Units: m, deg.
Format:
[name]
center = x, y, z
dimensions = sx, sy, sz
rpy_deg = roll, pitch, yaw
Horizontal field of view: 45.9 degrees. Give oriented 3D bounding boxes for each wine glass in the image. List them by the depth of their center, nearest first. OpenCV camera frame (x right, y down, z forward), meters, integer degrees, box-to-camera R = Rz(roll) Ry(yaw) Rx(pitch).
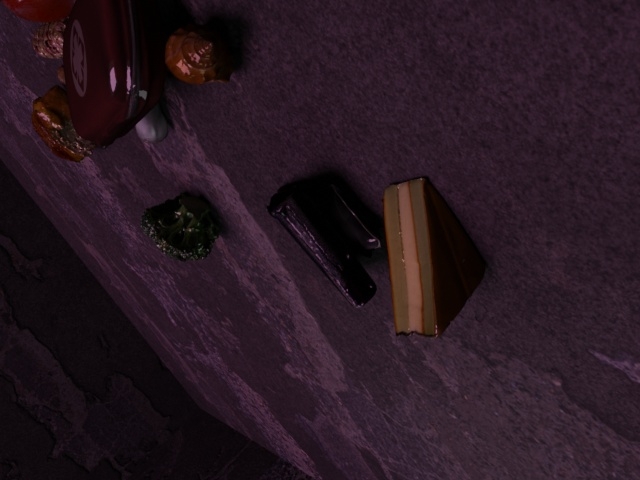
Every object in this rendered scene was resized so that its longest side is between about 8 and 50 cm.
[wine glass]
center = -0.351, -0.270, 1.547
dimensions = 0.072, 0.072, 0.155
rpy_deg = 40, 156, 15

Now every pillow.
[pillow]
center = 0.050, -0.030, 1.262
dimensions = 0.135, 0.055, 0.091
rpy_deg = 47, -172, 7

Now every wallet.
[wallet]
center = 0.000, 0.000, 1.317
dimensions = 0.221, 0.071, 0.262
rpy_deg = 48, 179, -9

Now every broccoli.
[broccoli]
center = -0.328, -0.029, 1.780
dimensions = 0.195, 0.195, 0.156
rpy_deg = 44, 137, 6

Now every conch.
[conch]
center = -0.202, -0.300, 1.229
dimensions = 0.330, 0.110, 0.093
rpy_deg = -148, 55, -70

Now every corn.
[corn]
center = -0.563, -0.433, 1.621
dimensions = 0.253, 0.086, 0.086
rpy_deg = 12, 139, 54

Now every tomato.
[tomato]
center = -0.518, -0.474, 1.375
dimensions = 0.167, 0.167, 0.167
rpy_deg = 37, 155, 21

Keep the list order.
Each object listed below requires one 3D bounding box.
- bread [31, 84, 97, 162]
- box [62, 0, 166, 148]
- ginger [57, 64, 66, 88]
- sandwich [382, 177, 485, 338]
[bread]
center = -0.646, -0.280, 1.910
dimensions = 0.185, 0.109, 0.380
rpy_deg = 56, 165, -14
[box]
center = -0.378, -0.322, 1.349
dimensions = 0.404, 0.108, 0.263
rpy_deg = -15, 83, 62
[ginger]
center = -0.528, -0.329, 1.747
dimensions = 0.213, 0.074, 0.137
rpy_deg = 56, 155, -7
[sandwich]
center = 0.133, 0.027, 1.110
dimensions = 0.187, 0.144, 0.117
rpy_deg = 53, 153, -15
